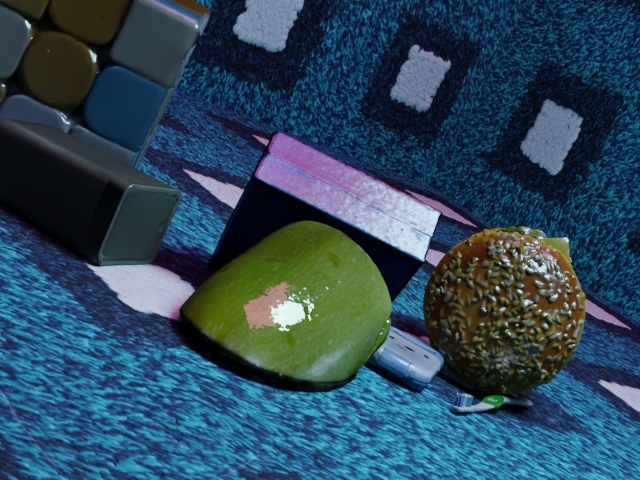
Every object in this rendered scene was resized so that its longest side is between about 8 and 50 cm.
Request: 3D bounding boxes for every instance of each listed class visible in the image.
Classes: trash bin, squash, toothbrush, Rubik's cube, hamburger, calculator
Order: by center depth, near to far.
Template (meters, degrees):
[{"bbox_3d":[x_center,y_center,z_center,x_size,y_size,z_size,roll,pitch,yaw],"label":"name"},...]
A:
[{"bbox_3d":[-0.063,0.123,1.761,0.233,0.210,0.309,31,40,14],"label":"squash"},{"bbox_3d":[-0.345,-0.072,1.842,0.240,0.122,0.164,29,10,21],"label":"trash bin"},{"bbox_3d":[0.127,0.180,2.013,0.121,0.039,0.210,31,10,10],"label":"calculator"},{"bbox_3d":[0.274,0.259,2.046,0.030,0.030,0.304,33,9,28],"label":"toothbrush"},{"bbox_3d":[-0.405,-0.292,2.117,0.344,0.347,0.346,27,10,-7],"label":"Rubik's cube"},{"bbox_3d":[0.308,0.114,2.144,0.291,0.291,0.225,29,2,7],"label":"hamburger"}]

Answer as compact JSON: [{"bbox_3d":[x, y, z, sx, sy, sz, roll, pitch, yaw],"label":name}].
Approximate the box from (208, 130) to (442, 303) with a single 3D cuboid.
[{"bbox_3d":[0.000,0.000,1.966,0.279,0.261,0.116,27,55,-4],"label":"box"}]
